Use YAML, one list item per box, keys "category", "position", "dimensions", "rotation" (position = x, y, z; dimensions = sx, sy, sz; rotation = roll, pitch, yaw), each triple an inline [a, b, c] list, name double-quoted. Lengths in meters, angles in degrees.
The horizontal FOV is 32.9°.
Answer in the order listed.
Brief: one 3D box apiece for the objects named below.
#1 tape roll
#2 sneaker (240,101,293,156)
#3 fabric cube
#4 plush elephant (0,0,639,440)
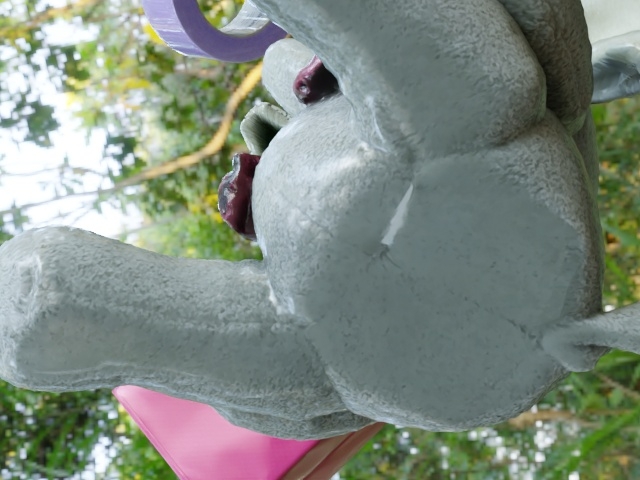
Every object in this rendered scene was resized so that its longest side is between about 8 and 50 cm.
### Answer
- category: "tape roll"
  position: [-0.118, -0.312, 1.307]
  dimensions: [0.189, 0.080, 0.189]
  rotation: [-11, -71, -36]
- category: "sneaker"
  position: [0.000, 0.000, 1.112]
  dimensions: [0.182, 0.158, 0.410]
  rotation: [37, -163, -41]
- category: "fabric cube"
  position: [-0.080, 0.225, 1.525]
  dimensions: [0.254, 0.258, 0.259]
  rotation: [45, -178, 20]
- category: "plush elephant"
  position: [0.052, -0.039, 0.532]
  dimensions: [0.255, 0.330, 0.272]
  rotation: [-80, 13, -69]
